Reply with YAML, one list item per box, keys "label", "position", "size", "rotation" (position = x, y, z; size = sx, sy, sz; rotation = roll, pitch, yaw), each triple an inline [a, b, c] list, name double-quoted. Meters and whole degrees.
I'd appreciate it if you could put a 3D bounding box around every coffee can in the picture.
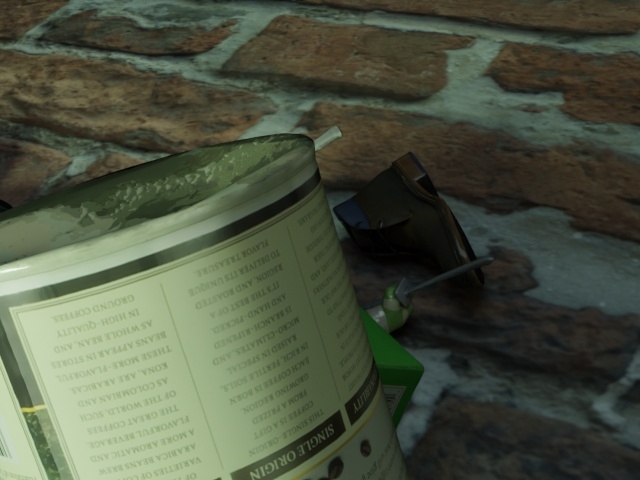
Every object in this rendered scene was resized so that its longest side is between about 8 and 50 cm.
- label: "coffee can"
  position: [-0.060, 0.106, 0.524]
  size: [0.201, 0.275, 0.201]
  rotation: [-15, 14, 4]

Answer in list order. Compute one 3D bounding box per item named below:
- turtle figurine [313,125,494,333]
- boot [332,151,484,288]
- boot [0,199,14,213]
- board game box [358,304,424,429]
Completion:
- label: "turtle figurine"
  position: [0.000, 0.000, 0.940]
  size: [0.198, 0.274, 0.266]
  rotation: [10, 21, -29]
- label: "boot"
  position: [0.086, 0.000, 1.024]
  size: [0.106, 0.082, 0.219]
  rotation: [-29, 33, 4]
- label: "boot"
  position: [-0.451, -0.054, 1.224]
  size: [0.246, 0.094, 0.207]
  rotation: [-11, 40, 12]
- label: "board game box"
  position: [-0.076, 0.111, 0.783]
  size: [0.064, 0.242, 0.316]
  rotation: [10, 21, -36]
